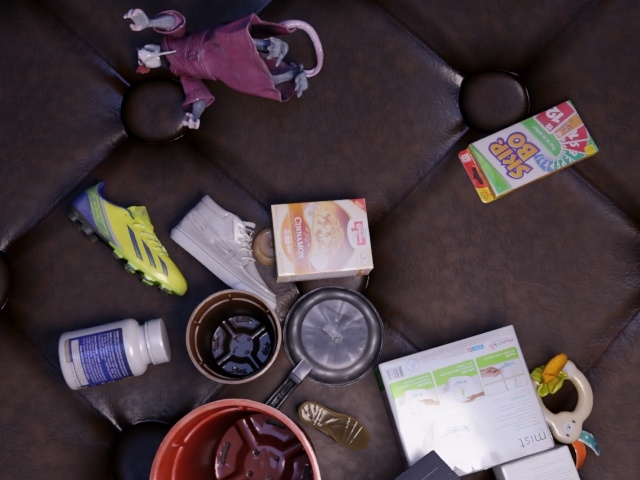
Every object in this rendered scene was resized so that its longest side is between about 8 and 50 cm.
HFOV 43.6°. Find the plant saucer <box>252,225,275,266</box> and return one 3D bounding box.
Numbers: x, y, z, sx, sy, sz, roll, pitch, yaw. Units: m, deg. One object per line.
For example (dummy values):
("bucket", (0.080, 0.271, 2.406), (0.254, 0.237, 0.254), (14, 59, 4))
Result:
("plant saucer", (-0.095, 0.010, 1.593), (0.083, 0.015, 0.083), (0, 77, -1))

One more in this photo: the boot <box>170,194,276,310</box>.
("boot", (-0.161, 0.019, 1.548), (0.258, 0.095, 0.123), (38, 86, 9))

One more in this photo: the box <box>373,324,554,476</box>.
("box", (0.258, 0.305, 1.469), (0.261, 0.127, 0.231), (-17, 78, -5))

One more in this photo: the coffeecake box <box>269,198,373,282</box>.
("coffeecake box", (0.000, 0.000, 1.560), (0.185, 0.068, 0.142), (-5, 76, -9))

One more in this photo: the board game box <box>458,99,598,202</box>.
("board game box", (0.423, -0.181, 1.636), (0.259, 0.039, 0.124), (-25, 77, -3))

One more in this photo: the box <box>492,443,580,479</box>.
("box", (0.406, 0.471, 1.448), (0.130, 0.091, 0.171), (-17, 78, -4))

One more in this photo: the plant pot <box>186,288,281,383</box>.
("plant pot", (-0.151, 0.185, 1.475), (0.166, 0.165, 0.167), (0, 77, 0))

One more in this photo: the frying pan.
("frying pan", (-0.031, 0.209, 1.534), (0.326, 0.053, 0.197), (-25, 77, -9))

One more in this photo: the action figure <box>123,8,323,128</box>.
("action figure", (-0.218, -0.387, 1.599), (0.370, 0.248, 0.276), (9, 40, 26))

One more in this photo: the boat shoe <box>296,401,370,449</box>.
("boat shoe", (0.024, 0.341, 1.498), (0.152, 0.049, 0.056), (33, 84, -12))

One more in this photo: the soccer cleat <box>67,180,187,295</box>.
("soccer cleat", (-0.360, -0.006, 1.557), (0.289, 0.093, 0.121), (39, 73, 8))

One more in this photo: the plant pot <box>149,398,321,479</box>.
("plant pot", (-0.118, 0.401, 1.360), (0.272, 0.265, 0.273), (-1, 82, 7))

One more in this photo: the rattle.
("rattle", (0.468, 0.314, 1.467), (0.130, 0.143, 0.200), (-6, 70, -21))

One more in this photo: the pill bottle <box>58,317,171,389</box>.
("pill bottle", (-0.382, 0.206, 1.495), (0.186, 0.112, 0.112), (-12, 77, -3))

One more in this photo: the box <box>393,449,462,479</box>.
("box", (0.149, 0.561, 1.208), (0.343, 0.179, 0.312), (-34, 49, -16))
